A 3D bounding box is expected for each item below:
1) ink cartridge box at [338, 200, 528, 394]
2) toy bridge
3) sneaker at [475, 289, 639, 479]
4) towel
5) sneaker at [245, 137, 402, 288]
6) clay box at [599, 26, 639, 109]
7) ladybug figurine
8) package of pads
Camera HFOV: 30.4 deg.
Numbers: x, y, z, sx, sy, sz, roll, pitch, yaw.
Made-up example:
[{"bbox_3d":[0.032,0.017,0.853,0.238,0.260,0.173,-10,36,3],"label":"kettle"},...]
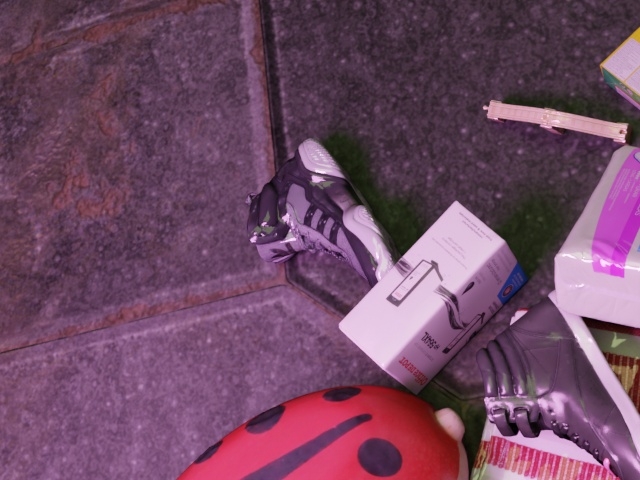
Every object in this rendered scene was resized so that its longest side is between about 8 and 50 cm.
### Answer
[{"bbox_3d":[0.137,0.073,1.400,0.203,0.148,0.086,-47,62,0],"label":"ink cartridge box"},{"bbox_3d":[0.292,-0.150,1.476,0.188,0.063,0.026,14,93,26],"label":"toy bridge"},{"bbox_3d":[0.272,0.204,1.284,0.147,0.104,0.296,-31,56,6],"label":"sneaker"},{"bbox_3d":[0.293,0.247,1.330,0.237,0.037,0.329,10,73,25],"label":"towel"},{"bbox_3d":[0.000,0.000,1.518,0.153,0.101,0.268,-36,54,6],"label":"sneaker"},{"bbox_3d":[0.471,-0.246,1.450,0.222,0.053,0.127,-43,60,0],"label":"clay box"},{"bbox_3d":[-0.038,0.312,1.332,0.449,0.162,0.305,-36,42,-1],"label":"ladybug figurine"},{"bbox_3d":[0.433,0.007,1.285,0.296,0.101,0.229,13,42,26],"label":"package of pads"}]
